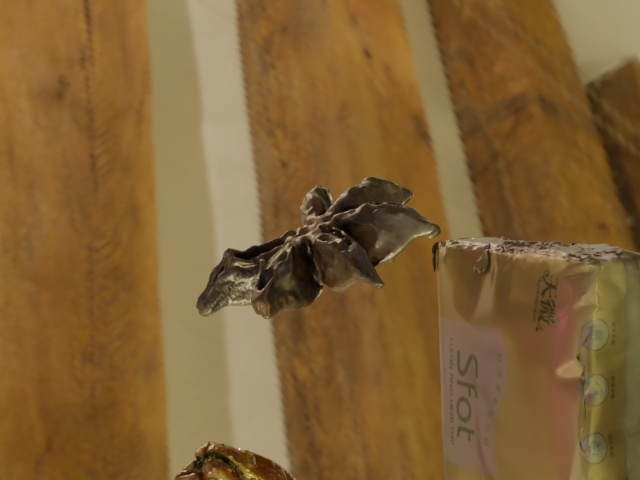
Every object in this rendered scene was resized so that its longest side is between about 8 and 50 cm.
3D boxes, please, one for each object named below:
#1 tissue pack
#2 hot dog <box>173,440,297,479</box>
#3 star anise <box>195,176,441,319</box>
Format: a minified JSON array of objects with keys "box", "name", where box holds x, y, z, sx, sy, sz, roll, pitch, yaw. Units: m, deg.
[{"box":[0.190,0.128,1.193,0.123,0.215,0.257,-3,-86,-32],"name":"tissue pack"},{"box":[-0.079,0.344,1.852,0.269,0.115,0.072,38,170,-38],"name":"hot dog"},{"box":[0.010,0.001,1.178,0.208,0.172,0.063,-37,-66,-41],"name":"star anise"}]
